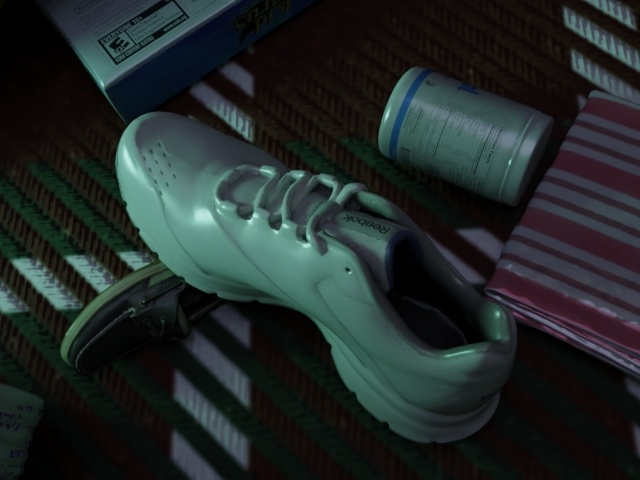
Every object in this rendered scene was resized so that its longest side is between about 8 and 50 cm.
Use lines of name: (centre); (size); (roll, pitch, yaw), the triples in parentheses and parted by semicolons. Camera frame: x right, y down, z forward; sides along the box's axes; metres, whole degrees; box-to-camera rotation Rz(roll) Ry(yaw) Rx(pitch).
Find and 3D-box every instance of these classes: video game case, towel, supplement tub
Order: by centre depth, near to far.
towel: (0.215, -0.007, 0.599); (0.144, 0.029, 0.197); (26, 69, 18)
supplement tub: (0.102, -0.074, 0.618); (0.107, 0.071, 0.071); (24, 71, 16)
video game case: (-0.119, -0.262, 0.735); (0.269, 0.061, 0.244); (-35, 67, -9)

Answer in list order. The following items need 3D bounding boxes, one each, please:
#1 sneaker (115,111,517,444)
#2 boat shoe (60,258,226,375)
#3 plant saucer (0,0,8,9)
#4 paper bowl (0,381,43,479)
sneaker: (0.000, 0.000, 0.542); (0.297, 0.129, 0.111); (33, 62, 8)
boat shoe: (-0.106, 0.044, 0.599); (0.152, 0.056, 0.049); (-39, 62, -10)
plant saucer: (-0.343, -0.267, 0.711); (0.333, 0.081, 0.333); (-44, 65, 12)
paper bowl: (-0.310, 0.114, 0.469); (0.284, 0.284, 0.148); (12, 73, 12)
